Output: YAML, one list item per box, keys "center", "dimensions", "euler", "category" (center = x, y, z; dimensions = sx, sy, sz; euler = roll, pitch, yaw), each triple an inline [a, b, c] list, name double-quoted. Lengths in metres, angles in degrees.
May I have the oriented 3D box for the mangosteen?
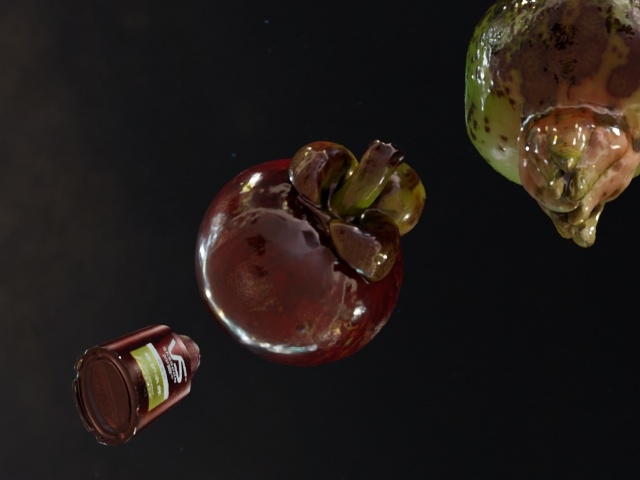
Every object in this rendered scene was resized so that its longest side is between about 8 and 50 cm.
- center: [0.000, 0.000, 0.812]
  dimensions: [0.257, 0.215, 0.215]
  euler: [-45, -104, 27]
  category: "mangosteen"

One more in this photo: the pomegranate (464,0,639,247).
- center: [0.245, -0.114, 0.741]
  dimensions: [0.222, 0.204, 0.277]
  euler: [117, -31, -49]
  category: "pomegranate"

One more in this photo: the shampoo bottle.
- center: [-0.240, 0.186, 1.153]
  dimensions: [0.084, 0.323, 0.129]
  euler: [-19, -93, 6]
  category: "shampoo bottle"
